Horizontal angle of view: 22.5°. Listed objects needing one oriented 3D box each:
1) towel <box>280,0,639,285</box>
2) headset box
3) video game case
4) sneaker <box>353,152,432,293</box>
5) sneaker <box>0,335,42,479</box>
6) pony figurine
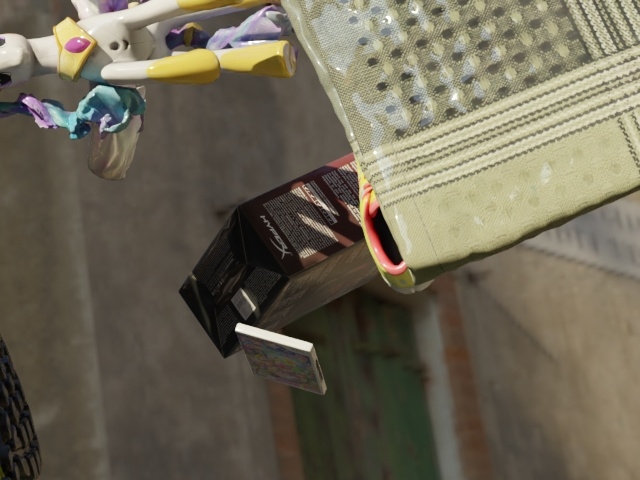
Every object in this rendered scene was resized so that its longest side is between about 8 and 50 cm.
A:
[{"bbox_3d":[0.145,-0.159,1.006,0.324,0.312,0.056,-21,-22,2],"label":"towel"},{"bbox_3d":[0.000,0.000,1.959,0.293,0.110,0.218,-27,-15,-35],"label":"headset box"},{"bbox_3d":[-0.042,0.130,1.753,0.087,0.011,0.122,15,-25,15],"label":"video game case"},{"bbox_3d":[0.073,-0.053,1.584,0.081,0.208,0.094,-14,-7,14],"label":"sneaker"},{"bbox_3d":[-0.249,0.117,0.916,0.146,0.134,0.343,-16,20,1],"label":"sneaker"},{"bbox_3d":[-0.204,-0.212,1.709,0.364,0.302,0.351,-7,6,19],"label":"pony figurine"}]
